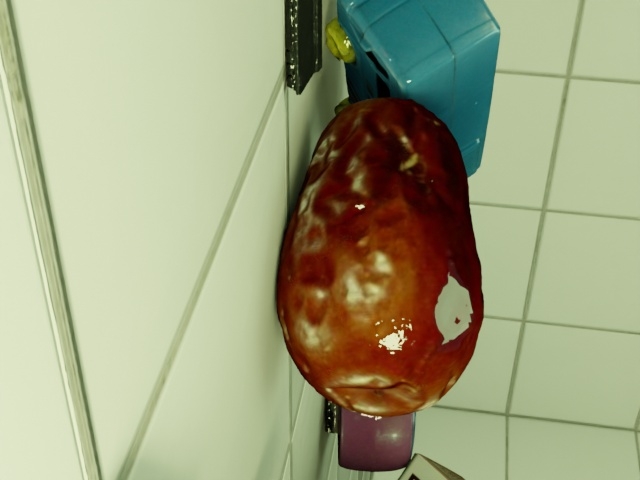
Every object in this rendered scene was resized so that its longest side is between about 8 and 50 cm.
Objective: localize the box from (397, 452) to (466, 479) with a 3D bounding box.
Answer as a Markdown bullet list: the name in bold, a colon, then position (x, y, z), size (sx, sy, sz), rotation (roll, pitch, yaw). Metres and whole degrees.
- **box**: position (0.183, 0.557, 1.413), size (0.345, 0.122, 0.385), rotation (-57, -148, 0)

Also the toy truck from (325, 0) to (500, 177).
- **toy truck**: position (0.116, -0.187, 1.180), size (0.162, 0.161, 0.385), rotation (55, -8, 21)

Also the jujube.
- **jujube**: position (0.063, 0.012, 0.983), size (0.223, 0.223, 0.318), rotation (84, 10, -61)

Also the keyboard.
- **keyboard**: position (-0.016, -0.243, 0.845), size (0.072, 0.023, 0.231), rotation (-63, 159, -53)

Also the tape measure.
- **tape measure**: position (0.081, 0.261, 1.623), size (0.245, 0.149, 0.232), rotation (142, -49, -89)
